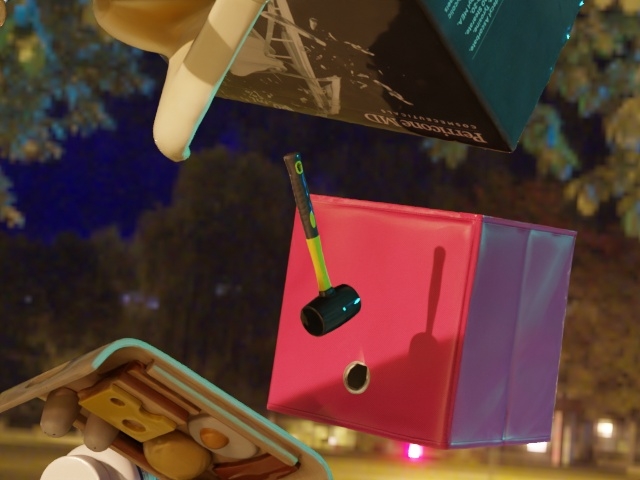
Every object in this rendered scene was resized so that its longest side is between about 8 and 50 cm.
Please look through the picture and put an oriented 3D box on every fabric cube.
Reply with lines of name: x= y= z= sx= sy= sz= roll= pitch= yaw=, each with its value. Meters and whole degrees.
fabric cube: x=0.122 y=0.092 z=1.825 sx=0.254 sy=0.258 sz=0.259 roll=9 pitch=1 yaw=35

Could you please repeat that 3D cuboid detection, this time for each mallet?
mallet: x=0.000 y=0.000 z=1.572 sx=0.039 sy=0.189 sz=0.062 roll=4 pitch=17 yaw=45

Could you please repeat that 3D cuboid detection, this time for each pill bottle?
pill bottle: x=-0.246 y=0.290 z=1.827 sx=0.112 sy=0.112 sz=0.187 roll=2 pitch=-4 yaw=23

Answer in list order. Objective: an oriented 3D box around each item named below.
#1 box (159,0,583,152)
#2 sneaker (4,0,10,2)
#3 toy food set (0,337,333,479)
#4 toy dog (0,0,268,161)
box: x=-0.014 y=-0.369 z=1.706 sx=0.480 sy=0.297 sz=0.472 roll=14 pitch=-20 yaw=33
sneaker: x=-0.498 y=-0.324 z=2.196 sx=0.125 sy=0.341 sz=0.139 roll=43 pitch=24 yaw=20
toy food set: x=-0.161 y=0.219 z=1.563 sx=0.306 sy=0.092 sz=0.220 roll=36 pitch=-35 yaw=-23
toy dog: x=-0.190 y=-0.319 z=1.079 sx=0.408 sy=0.395 sz=0.284 roll=26 pitch=-27 yaw=-10
